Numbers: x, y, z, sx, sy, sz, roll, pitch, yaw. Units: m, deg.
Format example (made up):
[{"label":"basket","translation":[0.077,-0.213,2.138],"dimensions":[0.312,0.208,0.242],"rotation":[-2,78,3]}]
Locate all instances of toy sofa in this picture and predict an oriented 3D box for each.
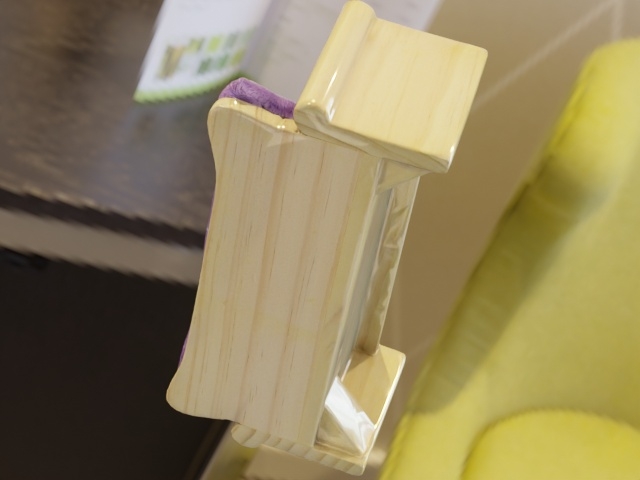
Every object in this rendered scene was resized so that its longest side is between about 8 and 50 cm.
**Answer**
[{"label":"toy sofa","translation":[0.000,0.000,1.344],"dimensions":[0.177,0.362,0.150],"rotation":[17,41,7]}]
